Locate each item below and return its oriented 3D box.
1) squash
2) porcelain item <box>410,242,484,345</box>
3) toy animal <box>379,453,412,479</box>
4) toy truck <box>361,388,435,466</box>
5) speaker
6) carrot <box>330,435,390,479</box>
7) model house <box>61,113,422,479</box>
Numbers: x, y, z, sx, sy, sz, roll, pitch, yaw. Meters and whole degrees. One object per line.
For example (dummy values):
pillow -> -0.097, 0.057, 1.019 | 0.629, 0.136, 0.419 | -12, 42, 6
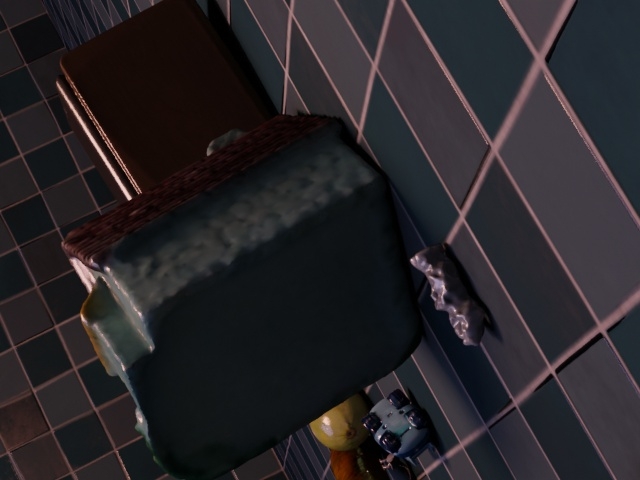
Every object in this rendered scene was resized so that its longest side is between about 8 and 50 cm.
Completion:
squash -> 0.009, 0.218, 1.651 | 0.083, 0.083, 0.250 | 66, 171, -11
porcelain item -> 0.099, 0.043, 0.935 | 0.083, 0.028, 0.036 | 60, 166, 15
toy animal -> 0.089, 0.271, 1.521 | 0.084, 0.028, 0.050 | 67, 161, -10
toy truck -> 0.091, 0.209, 1.319 | 0.073, 0.056, 0.090 | 44, 171, 45
speaker -> -0.152, -0.117, 1.348 | 0.231, 0.192, 0.153 | 57, 167, 12
carrot -> 0.060, 0.307, 1.557 | 0.260, 0.070, 0.070 | -128, 14, -76
model house -> -0.092, 0.024, 1.122 | 0.249, 0.280, 0.230 | 44, 157, 46
